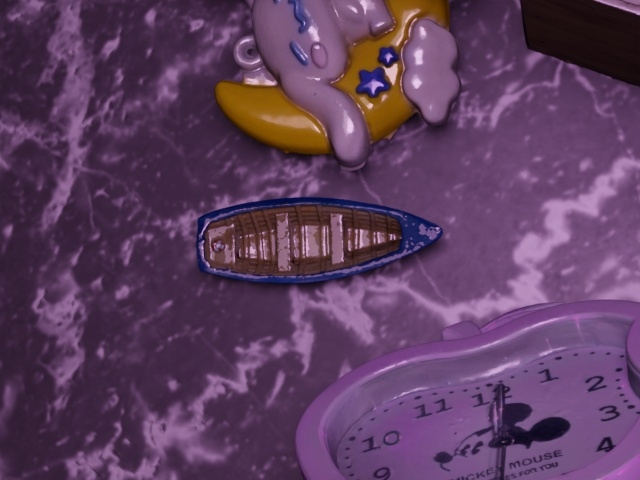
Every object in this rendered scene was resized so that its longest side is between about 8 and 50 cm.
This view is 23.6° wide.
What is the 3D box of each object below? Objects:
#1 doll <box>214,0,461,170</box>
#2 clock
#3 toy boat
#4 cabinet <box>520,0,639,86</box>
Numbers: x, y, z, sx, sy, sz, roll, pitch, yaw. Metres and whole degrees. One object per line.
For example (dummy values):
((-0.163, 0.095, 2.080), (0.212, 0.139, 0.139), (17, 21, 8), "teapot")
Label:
((0.004, -0.187, 1.402), (0.237, 0.111, 0.252), (-17, 84, 8), "doll")
((0.148, 0.170, 1.251), (0.339, 0.338, 0.102), (-16, 112, 7), "clock")
((0.000, 0.000, 1.410), (0.229, 0.046, 0.080), (-4, 81, 9), "toy boat")
((0.263, -0.251, 1.313), (0.148, 0.215, 0.174), (21, 86, 12), "cabinet")
